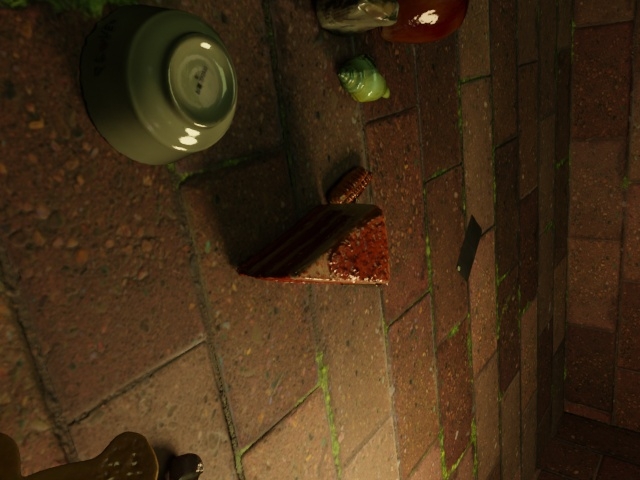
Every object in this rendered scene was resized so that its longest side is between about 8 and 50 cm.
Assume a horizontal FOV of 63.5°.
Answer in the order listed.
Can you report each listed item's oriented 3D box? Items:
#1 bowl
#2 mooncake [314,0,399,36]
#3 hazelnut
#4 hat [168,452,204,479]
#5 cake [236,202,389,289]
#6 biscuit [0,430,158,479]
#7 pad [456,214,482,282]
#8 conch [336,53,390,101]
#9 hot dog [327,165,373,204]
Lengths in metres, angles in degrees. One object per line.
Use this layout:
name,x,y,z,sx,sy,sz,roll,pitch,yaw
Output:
bowl,-0.186,-0.203,0.678,0.211,0.112,0.212,-14,107,-52
mooncake,0.065,-0.430,0.949,0.130,0.125,0.073,-11,99,-54
hazelnut,0.203,-0.500,1.082,0.208,0.208,0.208,-11,105,-51
hat,-0.218,0.359,0.791,0.087,0.042,0.058,-49,143,12
cake,0.000,0.000,0.912,0.262,0.158,0.160,9,84,-51
biscuit,-0.334,0.314,0.546,0.339,0.047,0.216,2,57,-36
pad,0.475,0.027,1.646,0.116,0.004,0.193,41,63,-48
conch,0.091,-0.327,1.041,0.201,0.079,0.095,-37,112,-63
hot dog,0.064,-0.106,1.070,0.144,0.038,0.062,-46,129,-38
